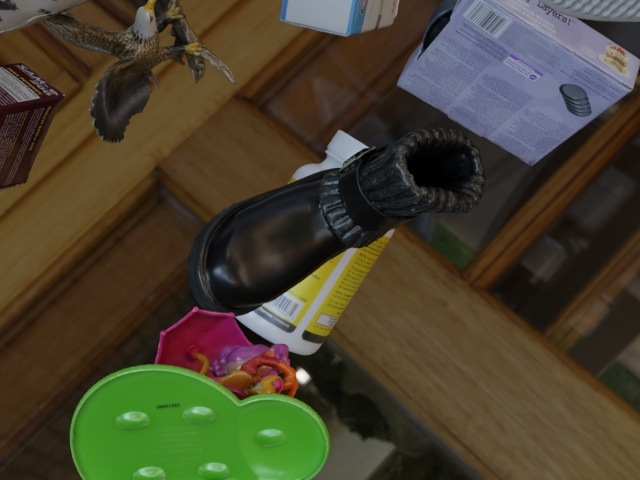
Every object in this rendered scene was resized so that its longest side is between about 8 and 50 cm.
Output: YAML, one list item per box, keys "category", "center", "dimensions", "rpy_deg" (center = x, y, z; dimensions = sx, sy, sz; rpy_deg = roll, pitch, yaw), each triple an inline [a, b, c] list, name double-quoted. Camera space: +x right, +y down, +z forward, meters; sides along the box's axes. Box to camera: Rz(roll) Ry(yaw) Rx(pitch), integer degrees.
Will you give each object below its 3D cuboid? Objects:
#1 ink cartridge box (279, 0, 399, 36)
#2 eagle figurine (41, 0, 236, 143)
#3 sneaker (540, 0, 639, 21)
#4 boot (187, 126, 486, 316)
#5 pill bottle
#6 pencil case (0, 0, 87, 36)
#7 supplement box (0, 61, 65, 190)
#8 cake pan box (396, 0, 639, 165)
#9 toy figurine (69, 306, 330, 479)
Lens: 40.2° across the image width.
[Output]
- category: "ink cartridge box"
  center: [0.053, -0.485, 1.516]
  dimensions: [0.129, 0.223, 0.307]
  rpy_deg: [14, -160, 14]
- category: "eagle figurine"
  center: [-0.321, -0.306, 1.420]
  dimensions: [0.226, 0.298, 0.225]
  rpy_deg: [27, 134, 34]
- category: "sneaker"
  center: [0.269, -0.258, 0.635]
  dimensions: [0.102, 0.282, 0.161]
  rpy_deg: [87, 170, -63]
- category: "boot"
  center: [0.022, -0.029, 1.091]
  dimensions: [0.260, 0.348, 0.131]
  rpy_deg: [-10, 111, 47]
- category: "pill bottle"
  center: [0.000, 0.000, 1.405]
  dimensions: [0.188, 0.334, 0.188]
  rpy_deg: [33, -174, -4]
- category: "pencil case"
  center: [-0.338, -0.348, 1.003]
  dimensions: [0.183, 0.410, 0.159]
  rpy_deg: [46, -142, -50]
- category: "supplement box"
  center: [-0.384, -0.102, 0.894]
  dimensions: [0.073, 0.130, 0.239]
  rpy_deg: [39, -154, 9]
- category: "cake pan box"
  center: [0.267, -0.240, 1.242]
  dimensions: [0.267, 0.070, 0.246]
  rpy_deg: [29, 150, -7]
- category: "toy figurine"
  center: [-0.071, 0.105, 0.637]
  dimensions: [0.159, 0.173, 0.130]
  rpy_deg: [-75, -25, -66]
